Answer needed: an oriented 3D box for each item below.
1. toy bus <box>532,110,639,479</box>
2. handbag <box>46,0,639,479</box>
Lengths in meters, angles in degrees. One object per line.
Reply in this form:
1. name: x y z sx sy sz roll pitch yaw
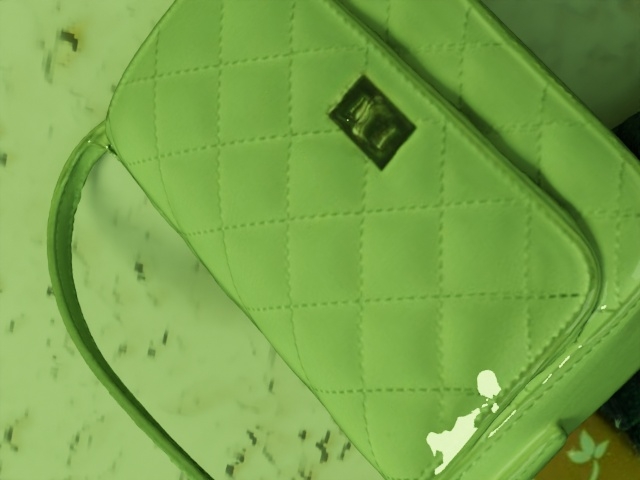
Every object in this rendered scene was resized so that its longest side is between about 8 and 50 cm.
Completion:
1. toy bus: 0.155 0.034 0.670 0.275 0.138 0.167 -29 109 3
2. handbag: 0.000 0.000 0.587 0.219 0.256 0.079 -46 150 7
